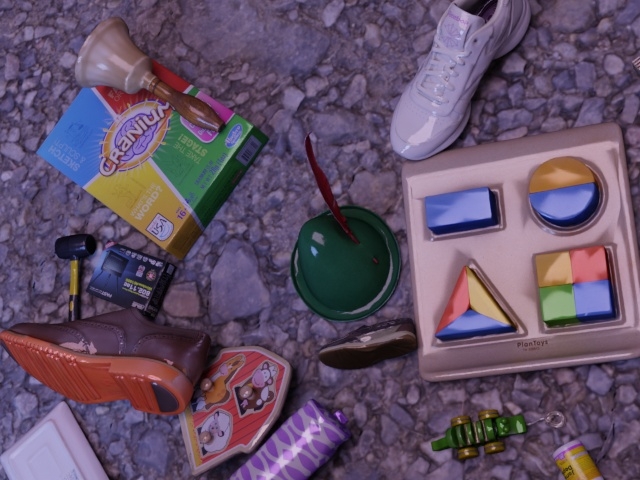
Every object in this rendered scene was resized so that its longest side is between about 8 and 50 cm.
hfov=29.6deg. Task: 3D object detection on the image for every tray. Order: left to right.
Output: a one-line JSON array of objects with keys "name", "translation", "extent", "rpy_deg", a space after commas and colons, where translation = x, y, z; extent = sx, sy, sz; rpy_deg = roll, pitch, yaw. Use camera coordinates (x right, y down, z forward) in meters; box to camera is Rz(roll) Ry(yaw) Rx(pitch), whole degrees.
[{"name": "tray", "translation": [-0.392, 0.385, 1.842], "extent": [0.145, 0.030, 0.270], "rpy_deg": [-41, 59, 5]}]

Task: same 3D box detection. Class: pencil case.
[{"name": "pencil case", "translation": [-0.050, 0.317, 1.711], "extent": [0.206, 0.088, 0.086], "rpy_deg": [-44, 61, 4]}]

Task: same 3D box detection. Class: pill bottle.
[{"name": "pill bottle", "translation": [0.342, 0.306, 1.585], "extent": [0.043, 0.043, 0.083], "rpy_deg": [-33, 65, 9]}]

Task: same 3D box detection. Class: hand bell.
[{"name": "hand bell", "translation": [-0.251, -0.237, 1.893], "extent": [0.242, 0.126, 0.126], "rpy_deg": [32, 87, 15]}]

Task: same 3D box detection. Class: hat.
[{"name": "hat", "translation": [0.000, 0.000, 1.735], "extent": [0.173, 0.183, 0.208], "rpy_deg": [-36, 65, 8]}]

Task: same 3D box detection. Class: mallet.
[{"name": "mallet", "translation": [-0.405, 0.081, 1.955], "extent": [0.062, 0.039, 0.189], "rpy_deg": [1, 78, 22]}]

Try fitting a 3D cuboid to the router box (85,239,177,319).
[{"name": "router box", "translation": [-0.299, 0.061, 1.914], "extent": [0.122, 0.038, 0.092], "rpy_deg": [18, 82, 25]}]

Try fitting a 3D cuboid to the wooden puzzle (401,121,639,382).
[{"name": "wooden puzzle", "translation": [0.273, 0.009, 1.684], "extent": [0.322, 0.080, 0.347], "rpy_deg": [-9, 71, 19]}]

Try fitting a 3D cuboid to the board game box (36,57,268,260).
[{"name": "board game box", "translation": [-0.275, -0.152, 1.957], "extent": [0.316, 0.064, 0.242], "rpy_deg": [34, 88, 26]}]

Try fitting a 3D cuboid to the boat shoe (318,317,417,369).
[{"name": "boat shoe", "translation": [0.069, 0.147, 1.741], "extent": [0.152, 0.056, 0.049], "rpy_deg": [-13, 45, 23]}]

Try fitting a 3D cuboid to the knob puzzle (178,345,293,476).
[{"name": "knob puzzle", "translation": [-0.127, 0.227, 1.766], "extent": [0.213, 0.030, 0.213], "rpy_deg": [-19, 48, 23]}]

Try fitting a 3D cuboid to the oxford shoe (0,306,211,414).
[{"name": "oxford shoe", "translation": [-0.330, 0.169, 1.859], "extent": [0.364, 0.130, 0.132], "rpy_deg": [10, 51, 26]}]

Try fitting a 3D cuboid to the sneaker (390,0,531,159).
[{"name": "sneaker", "translation": [0.184, -0.263, 1.764], "extent": [0.114, 0.152, 0.305], "rpy_deg": [31, 88, 27]}]

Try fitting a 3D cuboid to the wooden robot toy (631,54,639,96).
[{"name": "wooden robot toy", "translation": [0.484, -0.196, 1.666], "extent": [0.076, 0.079, 0.173], "rpy_deg": [-23, 67, 14]}]

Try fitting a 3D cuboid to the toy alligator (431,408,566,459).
[{"name": "toy alligator", "translation": [0.235, 0.255, 1.638], "extent": [0.190, 0.051, 0.056], "rpy_deg": [-16, 69, 16]}]
